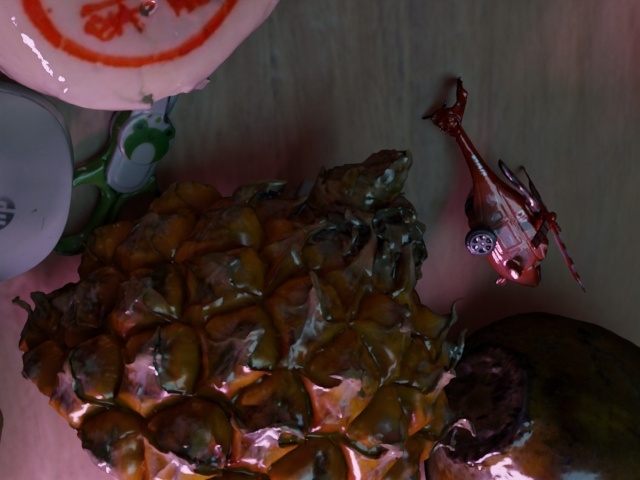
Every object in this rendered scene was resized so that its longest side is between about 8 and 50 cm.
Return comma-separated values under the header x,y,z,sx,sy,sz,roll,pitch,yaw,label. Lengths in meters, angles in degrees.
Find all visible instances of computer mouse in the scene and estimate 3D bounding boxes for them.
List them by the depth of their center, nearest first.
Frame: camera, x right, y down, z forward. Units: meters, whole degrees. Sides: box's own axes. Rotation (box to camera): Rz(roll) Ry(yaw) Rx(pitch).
x,y,z,sx,sy,sz,roll,pitch,yaw,label
-0.293,-0.025,0.862,0.288,0.097,0.159,-8,124,-30,computer mouse

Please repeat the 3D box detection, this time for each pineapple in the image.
x,y,z,sx,sy,sz,roll,pitch,yaw,label
-0.007,0.075,0.943,0.344,0.209,0.286,31,103,-21,pineapple

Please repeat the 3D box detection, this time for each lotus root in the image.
x,y,z,sx,sy,sz,roll,pitch,yaw,label
0.233,0.200,1.243,0.250,0.250,0.346,-50,134,4,lotus root

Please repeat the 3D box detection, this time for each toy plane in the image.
x,y,z,sx,sy,sz,roll,pitch,yaw,label
0.143,-0.034,1.141,0.077,0.126,0.194,-25,136,18,toy plane

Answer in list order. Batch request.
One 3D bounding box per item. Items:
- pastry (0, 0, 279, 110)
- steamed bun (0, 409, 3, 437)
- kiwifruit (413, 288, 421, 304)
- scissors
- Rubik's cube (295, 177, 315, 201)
x,y,z,sx,sy,sz,roll,pitch,yaw,label
-0.127,-0.207,0.834,0.265,0.133,0.264,-18,125,-28,pastry
-0.385,0.177,0.818,0.428,0.247,0.189,6,105,-39,steamed bun
0.027,0.059,1.137,0.124,0.075,0.075,0,118,-28,kiwifruit
-0.130,-0.075,0.981,0.101,0.027,0.204,10,115,-39,scissors
0.000,0.000,1.079,0.073,0.084,0.075,-29,146,-9,Rubik's cube
